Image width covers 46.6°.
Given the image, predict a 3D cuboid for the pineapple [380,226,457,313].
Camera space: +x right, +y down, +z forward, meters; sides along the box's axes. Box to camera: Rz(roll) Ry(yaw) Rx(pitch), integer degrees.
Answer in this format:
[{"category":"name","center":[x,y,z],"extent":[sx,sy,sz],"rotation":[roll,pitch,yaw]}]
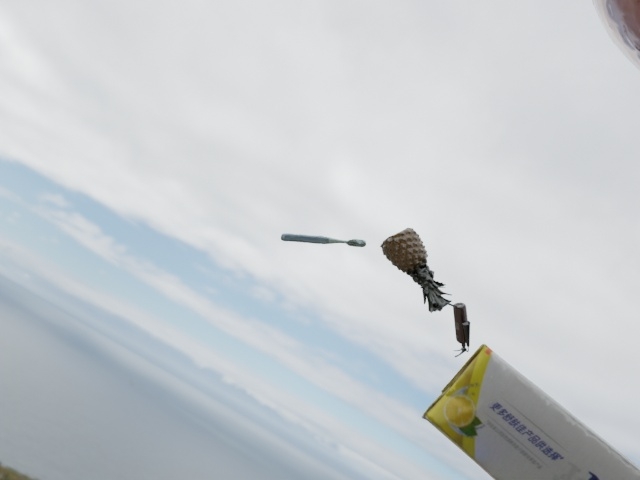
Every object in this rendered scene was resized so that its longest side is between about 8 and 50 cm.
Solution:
[{"category":"pineapple","center":[0.129,0.045,0.985],"extent":[0.124,0.058,0.058],"rotation":[62,-12,6]}]

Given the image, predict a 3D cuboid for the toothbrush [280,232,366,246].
[{"category":"toothbrush","center":[0.000,0.000,1.355],"extent":[0.019,0.016,0.220],"rotation":[-5,7,-42]}]

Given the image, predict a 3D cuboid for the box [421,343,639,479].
[{"category":"box","center":[0.242,0.237,0.733],"extent":[0.265,0.097,0.168],"rotation":[39,-6,33]}]

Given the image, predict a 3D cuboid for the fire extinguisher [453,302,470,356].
[{"category":"fire extinguisher","center":[0.257,0.163,1.323],"extent":[0.046,0.032,0.100],"rotation":[16,-60,55]}]

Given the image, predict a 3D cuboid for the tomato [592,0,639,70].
[{"category":"tomato","center":[0.292,-0.176,0.334],"extent":[0.322,0.321,0.321],"rotation":[28,-14,8]}]
